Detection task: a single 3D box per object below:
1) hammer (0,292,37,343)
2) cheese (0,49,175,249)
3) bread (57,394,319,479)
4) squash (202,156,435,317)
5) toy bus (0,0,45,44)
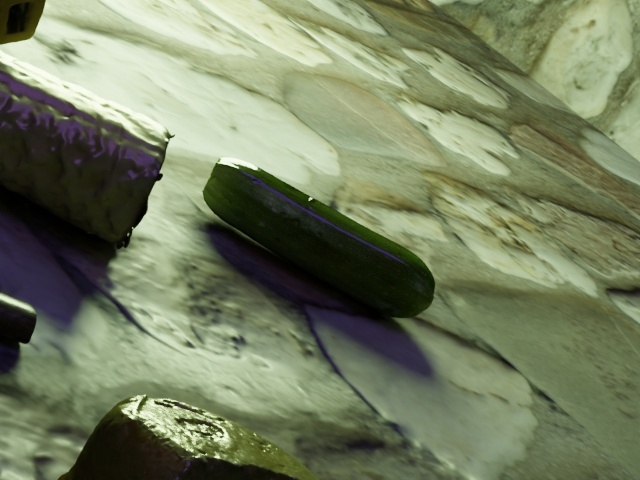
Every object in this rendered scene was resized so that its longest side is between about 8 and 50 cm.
[{"bbox_3d":[-0.331,-0.009,1.008,0.365,0.043,0.111,23,19,-30],"label":"hammer"},{"bbox_3d":[-0.205,-0.072,1.304,0.167,0.094,0.123,25,28,-9],"label":"cheese"},{"bbox_3d":[-0.076,0.143,0.962,0.156,0.086,0.125,21,11,-42],"label":"bread"},{"bbox_3d":[0.000,0.000,1.502,0.229,0.066,0.066,30,18,-6],"label":"squash"},{"bbox_3d":[-0.361,-0.186,1.208,0.336,0.123,0.121,-16,48,-35],"label":"toy bus"}]
